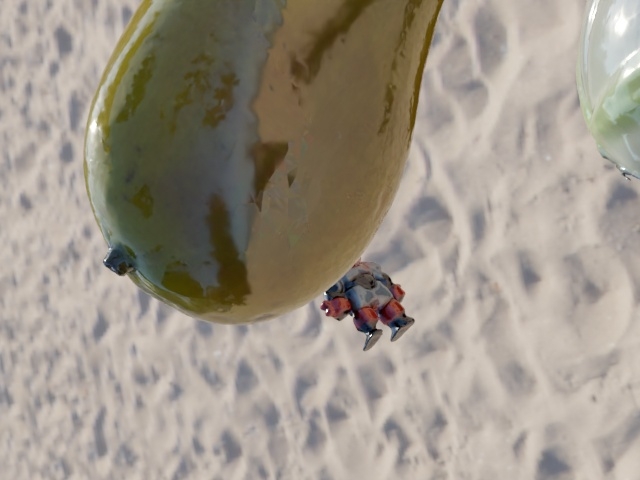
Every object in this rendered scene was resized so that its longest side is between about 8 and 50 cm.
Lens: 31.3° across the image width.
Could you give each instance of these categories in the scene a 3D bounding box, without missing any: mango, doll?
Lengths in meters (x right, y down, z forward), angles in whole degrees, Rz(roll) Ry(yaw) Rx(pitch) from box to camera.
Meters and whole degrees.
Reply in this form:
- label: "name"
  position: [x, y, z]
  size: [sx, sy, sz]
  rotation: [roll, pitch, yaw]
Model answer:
- label: "mango"
  position: [-0.011, -0.051, 0.365]
  size: [0.161, 0.103, 0.076]
  rotation: [-61, 25, -3]
- label: "doll"
  position: [0.000, 0.000, 0.789]
  size: [0.169, 0.109, 0.057]
  rotation: [48, 133, 28]

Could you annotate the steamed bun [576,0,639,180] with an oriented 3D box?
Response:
- label: "steamed bun"
  position: [0.344, -0.174, 0.817]
  size: [0.309, 0.309, 0.309]
  rotation: [24, 119, 56]
